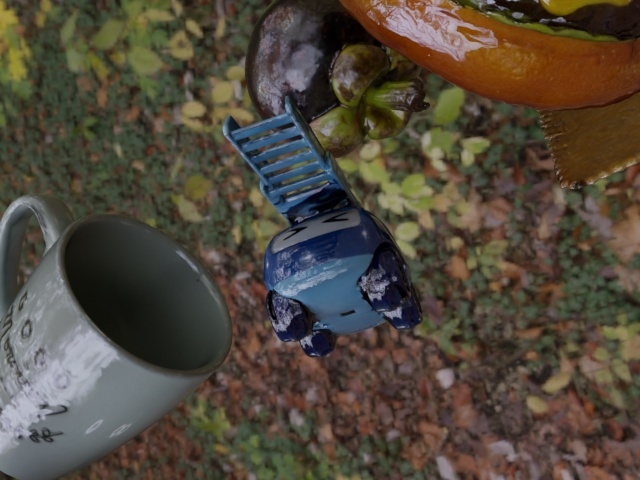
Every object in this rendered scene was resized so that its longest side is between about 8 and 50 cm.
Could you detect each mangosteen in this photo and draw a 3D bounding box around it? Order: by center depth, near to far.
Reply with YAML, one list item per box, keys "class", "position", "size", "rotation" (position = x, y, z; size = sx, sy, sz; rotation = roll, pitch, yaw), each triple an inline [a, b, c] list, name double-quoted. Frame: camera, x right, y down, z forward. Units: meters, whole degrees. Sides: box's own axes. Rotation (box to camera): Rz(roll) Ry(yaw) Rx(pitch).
- class: "mangosteen"
  position: [0.025, -0.185, 1.007]
  size: [0.217, 0.192, 0.192]
  rotation: [33, 132, 43]

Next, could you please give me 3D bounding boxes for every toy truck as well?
- class: "toy truck"
  position: [0.000, 0.000, 0.386]
  size: [0.136, 0.063, 0.074]
  rotation: [53, -159, -68]

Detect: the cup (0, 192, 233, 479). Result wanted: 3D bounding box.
- class: "cup"
  position: [-0.248, 0.086, 0.891]
  size: [0.234, 0.186, 0.258]
  rotation: [-42, 74, 26]

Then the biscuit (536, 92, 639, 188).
- class: "biscuit"
  position: [0.333, -0.154, 0.921]
  size: [0.013, 0.237, 0.232]
  rotation: [54, -158, -27]

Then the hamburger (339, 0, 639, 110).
- class: "hamburger"
  position: [0.173, -0.280, 0.721]
  size: [0.250, 0.330, 0.330]
  rotation: [112, 145, -46]
